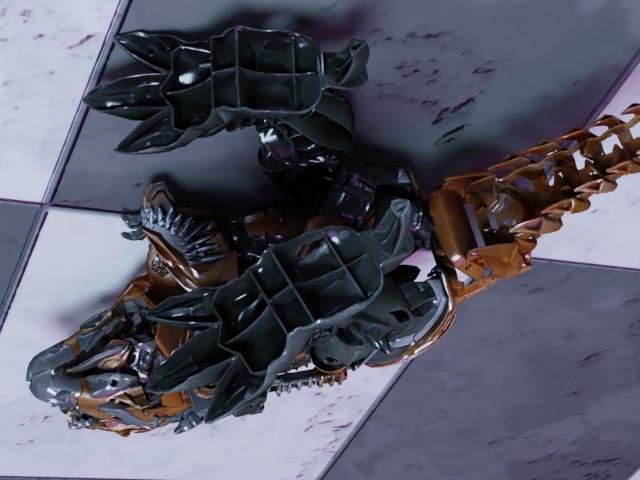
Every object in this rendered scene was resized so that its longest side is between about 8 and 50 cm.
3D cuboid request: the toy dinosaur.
[{"bbox_3d":[0.000,0.000,0.639,0.322,0.164,0.218,-42,154,5],"label":"toy dinosaur"}]
